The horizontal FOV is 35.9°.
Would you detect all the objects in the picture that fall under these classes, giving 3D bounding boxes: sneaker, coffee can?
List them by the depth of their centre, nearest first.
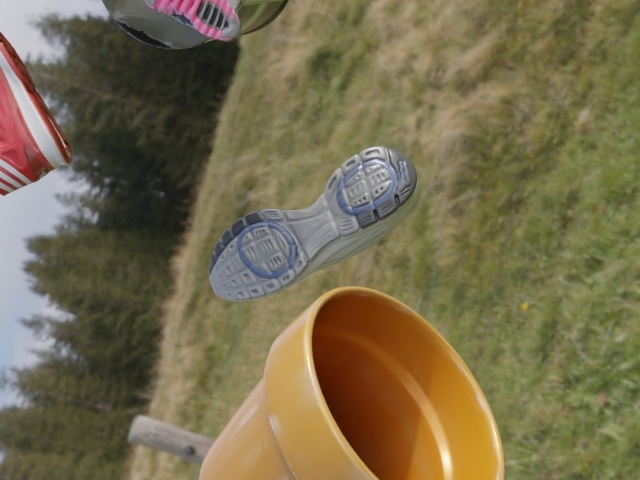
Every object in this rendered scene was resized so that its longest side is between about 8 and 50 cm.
[{"bbox_3d":[-0.132,-0.247,1.078,0.047,0.119,0.057,-58,-18,-3],"label":"sneaker"},{"bbox_3d":[-0.377,-0.148,1.082,0.128,0.221,0.087,-32,-17,-4],"label":"sneaker"},{"bbox_3d":[0.000,0.000,1.222,0.129,0.297,0.111,34,-148,-65],"label":"sneaker"},{"bbox_3d":[-0.158,-0.369,1.326,0.275,0.201,0.201,-53,-15,-71],"label":"coffee can"}]

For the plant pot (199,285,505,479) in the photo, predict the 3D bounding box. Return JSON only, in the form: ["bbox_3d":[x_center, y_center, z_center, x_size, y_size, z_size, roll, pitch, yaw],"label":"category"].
[{"bbox_3d":[0.009,0.172,0.787,0.188,0.205,0.205,-42,25,30],"label":"plant pot"}]
